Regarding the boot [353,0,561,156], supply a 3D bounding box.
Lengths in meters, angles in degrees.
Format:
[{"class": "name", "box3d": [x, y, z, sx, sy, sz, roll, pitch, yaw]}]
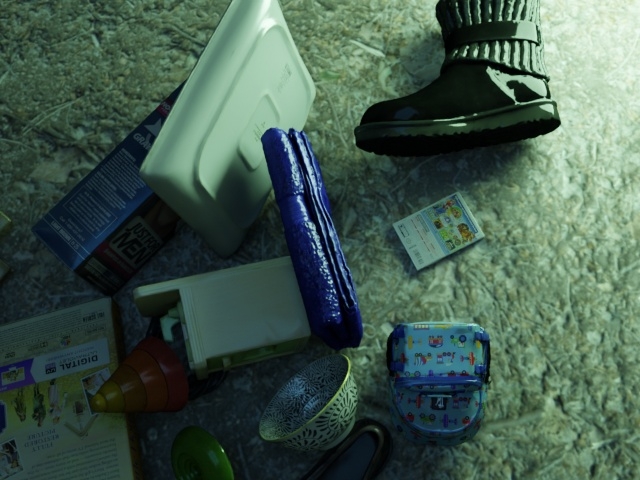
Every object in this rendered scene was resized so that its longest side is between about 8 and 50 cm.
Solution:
[{"class": "boot", "box3d": [0.207, -0.280, 1.415, 0.347, 0.131, 0.260, -8, 80, -9]}]

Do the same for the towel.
[{"class": "towel", "box3d": [0.000, 0.000, 1.301, 0.076, 0.228, 0.308, -17, 73, 6]}]

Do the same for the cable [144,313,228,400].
[{"class": "cable", "box3d": [-0.206, 0.174, 1.369, 0.150, 0.047, 0.185, 15, 71, 4]}]

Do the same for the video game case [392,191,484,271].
[{"class": "video game case", "box3d": [0.189, -0.015, 1.404, 0.122, 0.011, 0.087, -27, 73, -3]}]

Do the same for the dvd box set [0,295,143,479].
[{"class": "dvd box set", "box3d": [-0.422, 0.313, 1.291, 0.307, 0.062, 0.421, -17, 62, 0]}]

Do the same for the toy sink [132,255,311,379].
[{"class": "toy sink", "box3d": [-0.144, 0.124, 1.283, 0.234, 0.153, 0.131, -11, 75, -10]}]

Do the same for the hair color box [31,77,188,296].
[{"class": "hair color box", "box3d": [-0.266, -0.082, 1.377, 0.105, 0.174, 0.347, 41, 81, 15]}]

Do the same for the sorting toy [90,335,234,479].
[{"class": "sorting toy", "box3d": [-0.217, 0.322, 1.233, 0.126, 0.127, 0.366, -20, 80, -43]}]

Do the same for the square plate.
[{"class": "square plate", "box3d": [-0.109, -0.170, 1.298, 0.049, 0.347, 0.344, 22, 76, 19]}]

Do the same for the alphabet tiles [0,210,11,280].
[{"class": "alphabet tiles", "box3d": [-0.687, 0.042, 1.444, 0.285, 0.011, 0.343, 40, 85, 10]}]

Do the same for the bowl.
[{"class": "bowl", "box3d": [-0.002, 0.255, 1.284, 0.170, 0.170, 0.080, -42, 106, -8]}]

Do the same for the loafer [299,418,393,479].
[{"class": "loafer", "box3d": [-0.003, 0.384, 1.258, 0.109, 0.095, 0.303, 35, 79, 12]}]

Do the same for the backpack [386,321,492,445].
[{"class": "backpack", "box3d": [0.172, 0.212, 1.285, 0.158, 0.117, 0.174, 4, 77, 7]}]
